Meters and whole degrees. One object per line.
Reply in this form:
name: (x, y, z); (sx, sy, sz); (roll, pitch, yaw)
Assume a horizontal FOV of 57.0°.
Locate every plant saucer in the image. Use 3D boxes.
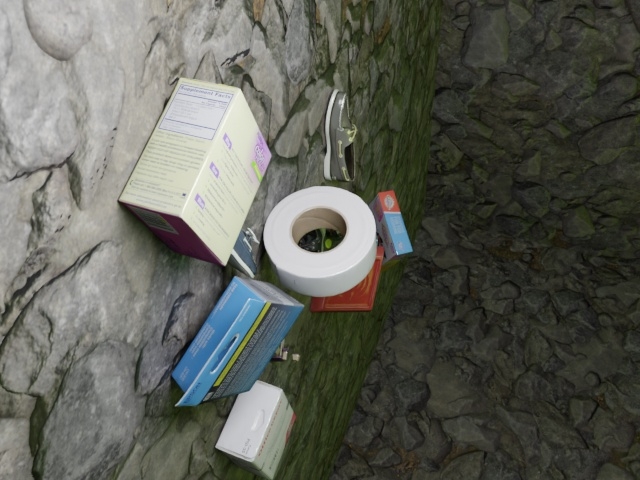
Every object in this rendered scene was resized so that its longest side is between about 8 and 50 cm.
plant saucer: (0.106, 0.145, 2.096); (0.259, 0.048, 0.258); (3, 106, -28)

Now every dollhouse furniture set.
dollhouse furniture set: (-0.113, 0.306, 1.769); (0.114, 0.091, 0.081); (72, 21, -57)

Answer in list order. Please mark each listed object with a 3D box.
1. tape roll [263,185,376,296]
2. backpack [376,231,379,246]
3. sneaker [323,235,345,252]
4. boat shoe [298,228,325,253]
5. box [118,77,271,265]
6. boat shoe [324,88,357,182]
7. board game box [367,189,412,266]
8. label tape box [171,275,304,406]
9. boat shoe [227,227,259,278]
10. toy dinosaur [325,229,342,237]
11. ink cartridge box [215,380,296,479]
tape roll: (0.000, 0.000, 1.500); (0.100, 0.286, 0.286); (81, 29, -55)
backpack: (0.145, 0.053, 2.211); (0.166, 0.145, 0.188); (-121, -153, -71)
sneaker: (0.022, 0.009, 1.972); (0.209, 0.082, 0.069); (-13, 104, -50)
boat shoe: (-0.035, 0.007, 1.771); (0.228, 0.080, 0.076); (92, 17, -59)
box: (-0.203, -0.113, 1.022); (0.213, 0.117, 0.242); (65, 43, -65)
boat shoe: (0.068, -0.312, 1.794); (0.109, 0.091, 0.305); (-57, 156, -47)
board game box: (0.237, -0.024, 2.252); (0.316, 0.064, 0.242); (127, -51, -71)
label tape box: (-0.187, 0.207, 1.250); (0.249, 0.115, 0.348); (-57, 161, 1)
boat shoe: (-0.184, 0.003, 1.239); (0.079, 0.095, 0.254); (-59, 150, -15)
toy dinosaur: (0.038, -0.038, 1.883); (0.268, 0.118, 0.064); (-10, 114, -73)
ink cartridge box: (-0.174, 0.539, 1.677); (0.283, 0.117, 0.207); (78, 31, -58)
